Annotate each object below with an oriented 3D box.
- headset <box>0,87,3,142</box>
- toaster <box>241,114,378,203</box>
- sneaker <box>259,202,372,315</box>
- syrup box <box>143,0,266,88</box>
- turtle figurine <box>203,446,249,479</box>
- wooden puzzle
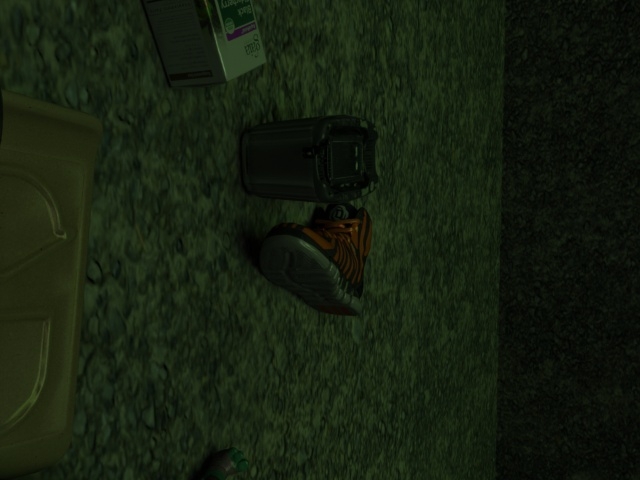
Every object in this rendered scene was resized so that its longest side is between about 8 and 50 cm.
[{"bbox_3d":[-0.353,-0.108,0.253,0.394,0.185,0.243,38,76,-47],"label":"headset"},{"bbox_3d":[-0.017,-0.120,0.897,0.227,0.147,0.129,-19,109,-58],"label":"toaster"},{"bbox_3d":[0.000,0.000,0.991,0.321,0.125,0.179,54,44,-62],"label":"sneaker"},{"bbox_3d":[-0.150,-0.307,0.700,0.093,0.096,0.236,-47,131,-48],"label":"syrup box"},{"bbox_3d":[-0.155,0.381,0.754,0.234,0.118,0.175,-50,152,-66],"label":"turtle figurine"},{"bbox_3d":[-0.332,0.043,0.457,0.322,0.081,0.347,6,93,-59],"label":"wooden puzzle"}]
